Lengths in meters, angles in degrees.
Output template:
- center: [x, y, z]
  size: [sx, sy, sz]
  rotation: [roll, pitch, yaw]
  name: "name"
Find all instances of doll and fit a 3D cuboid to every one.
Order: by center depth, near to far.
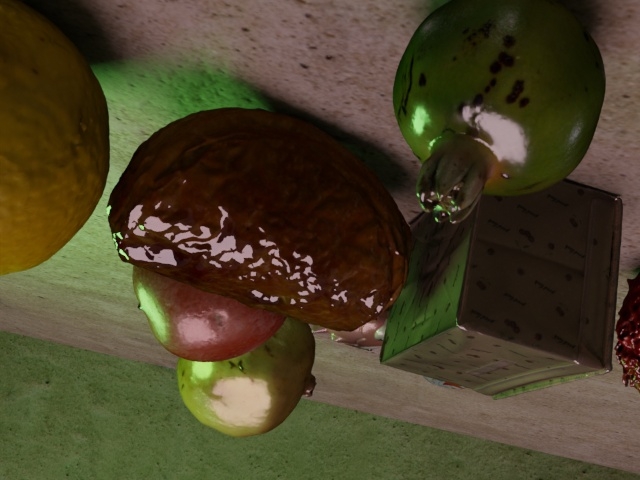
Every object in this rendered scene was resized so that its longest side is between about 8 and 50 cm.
- center: [0.088, 0.185, 1.609]
  size: [0.211, 0.093, 0.262]
  rotation: [12, 159, -12]
  name: "doll"

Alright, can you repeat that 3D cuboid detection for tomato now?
- center: [-0.157, 0.060, 1.187]
  size: [0.265, 0.265, 0.265]
  rotation: [13, 161, 5]
  name: "tomato"

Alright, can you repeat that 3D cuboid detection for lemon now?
- center: [-0.389, -0.113, 0.821]
  size: [0.336, 0.336, 0.336]
  rotation: [13, 161, 5]
  name: "lemon"

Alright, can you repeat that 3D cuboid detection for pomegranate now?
- center: [0.138, -0.102, 0.617]
  size: [0.180, 0.210, 0.180]
  rotation: [20, 149, 12]
  name: "pomegranate"
- center: [-0.160, 0.286, 1.718]
  size: [0.332, 0.332, 0.332]
  rotation: [13, 161, 5]
  name: "pomegranate"

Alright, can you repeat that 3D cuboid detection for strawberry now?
- center: [0.499, 0.134, 1.046]
  size: [0.184, 0.201, 0.187]
  rotation: [26, -175, 21]
  name: "strawberry"

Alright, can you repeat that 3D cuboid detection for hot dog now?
- center: [-0.067, -0.017, 0.947]
  size: [0.387, 0.174, 0.267]
  rotation: [22, 133, -23]
  name: "hot dog"

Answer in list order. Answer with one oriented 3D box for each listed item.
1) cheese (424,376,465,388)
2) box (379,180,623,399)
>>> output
- center: [0.307, 0.310, 1.833]
  size: [0.177, 0.069, 0.270]
  rotation: [7, 159, 19]
  name: "cheese"
- center: [0.222, 0.063, 0.982]
  size: [0.190, 0.225, 0.297]
  rotation: [17, 159, -9]
  name: "box"
